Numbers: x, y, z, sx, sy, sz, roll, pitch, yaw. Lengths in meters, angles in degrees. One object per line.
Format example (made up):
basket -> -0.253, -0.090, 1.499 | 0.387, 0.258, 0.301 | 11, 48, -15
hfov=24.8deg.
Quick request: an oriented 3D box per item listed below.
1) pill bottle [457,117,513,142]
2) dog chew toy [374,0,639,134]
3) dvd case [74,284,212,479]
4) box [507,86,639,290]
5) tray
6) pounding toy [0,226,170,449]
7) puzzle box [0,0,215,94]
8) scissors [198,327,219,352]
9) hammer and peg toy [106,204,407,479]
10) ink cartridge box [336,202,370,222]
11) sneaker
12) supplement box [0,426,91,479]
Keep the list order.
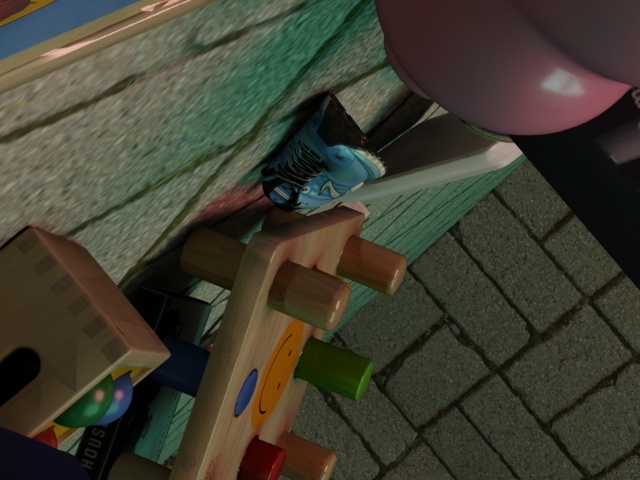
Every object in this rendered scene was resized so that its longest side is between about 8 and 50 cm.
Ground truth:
pill bottle -> 0.140, -0.128, 1.034 | 0.112, 0.112, 0.186 | -40, 174, -1
dog chew toy -> 0.148, -0.153, 0.556 | 0.332, 0.206, 0.207 | -34, 180, 41
dvd case -> -0.146, 0.128, 1.191 | 0.238, 0.030, 0.179 | 53, 57, -85
box -> 0.268, -0.117, 0.786 | 0.312, 0.343, 0.179 | -40, 176, -1
tray -> 0.118, -0.082, 1.269 | 0.145, 0.030, 0.270 | -38, -168, -28
pounding toy -> -0.177, 0.094, 0.810 | 0.181, 0.094, 0.206 | -40, 174, -1
puzzle box -> -0.020, -0.131, 0.305 | 0.409, 0.052, 0.272 | -34, 171, -43
scissors -> -0.131, 0.121, 1.704 | 0.109, 0.021, 0.297 | -29, 167, -50
hammer and peg toy -> -0.061, 0.153, 1.143 | 0.266, 0.127, 0.361 | -18, 129, -73
ink cartridge box -> 0.000, 0.000, 1.538 | 0.115, 0.029, 0.063 | -40, 175, -4
sneaker -> -0.003, -0.047, 1.006 | 0.073, 0.063, 0.162 | -35, 173, -10
supplement box -> -0.231, 0.260, 0.619 | 0.356, 0.194, 0.195 | -47, 146, 4
